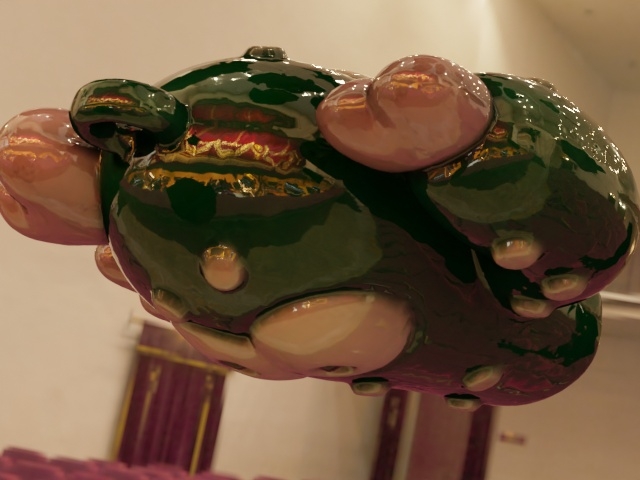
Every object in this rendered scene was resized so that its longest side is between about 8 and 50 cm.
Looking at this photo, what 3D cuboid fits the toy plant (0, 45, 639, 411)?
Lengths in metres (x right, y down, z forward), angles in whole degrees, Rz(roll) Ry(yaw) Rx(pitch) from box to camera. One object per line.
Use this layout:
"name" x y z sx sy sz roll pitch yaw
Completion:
"toy plant" 0.003 -0.001 0.467 0.233 0.112 0.243 0 -22 19
